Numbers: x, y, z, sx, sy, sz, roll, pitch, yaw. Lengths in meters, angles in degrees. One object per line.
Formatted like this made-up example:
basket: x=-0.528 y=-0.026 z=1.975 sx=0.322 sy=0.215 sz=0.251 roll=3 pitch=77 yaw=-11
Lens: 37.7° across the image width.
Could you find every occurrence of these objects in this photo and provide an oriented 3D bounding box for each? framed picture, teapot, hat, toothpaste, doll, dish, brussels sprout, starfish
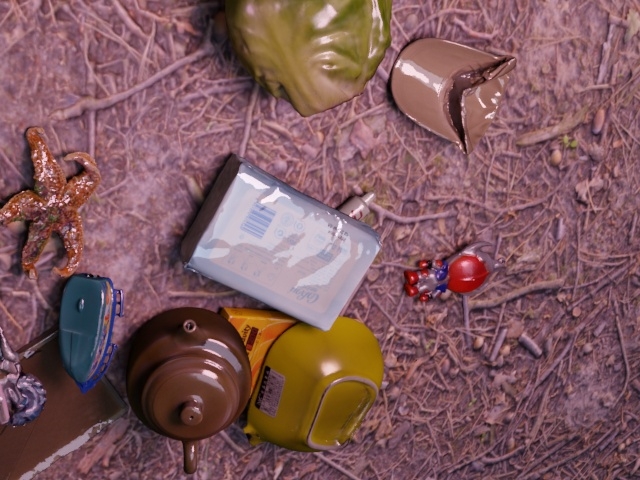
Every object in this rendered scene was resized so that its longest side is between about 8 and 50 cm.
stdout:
framed picture: x=-0.443 y=0.266 z=1.378 sx=0.281 sy=0.019 sz=0.208 roll=-32 pitch=126 yaw=-13
teapot: x=-0.193 y=0.224 z=1.379 sx=0.186 sy=0.175 sz=0.267 roll=-1 pitch=112 yaw=-7
hat: x=0.204 y=-0.245 z=1.486 sx=0.173 sy=0.144 sz=0.166 roll=29 pitch=102 yaw=7
toothpaste: x=0.000 y=0.000 z=1.495 sx=0.233 sy=0.038 sz=0.060 roll=-41 pitch=117 yaw=-4
doll: x=0.241 y=0.058 z=1.656 sx=0.195 sy=0.062 sz=0.104 roll=-13 pitch=102 yaw=-16
dish: x=0.006 y=0.260 z=1.533 sx=0.221 sy=0.108 sz=0.262 roll=18 pitch=106 yaw=-36
brussels sprout: x=-0.011 y=-0.293 z=1.241 sx=0.244 sy=0.244 sz=0.244 roll=-14 pitch=120 yaw=-25
starfish: x=-0.365 y=-0.051 z=1.256 sx=0.150 sy=0.053 sz=0.209 roll=-23 pitch=120 yaw=-34

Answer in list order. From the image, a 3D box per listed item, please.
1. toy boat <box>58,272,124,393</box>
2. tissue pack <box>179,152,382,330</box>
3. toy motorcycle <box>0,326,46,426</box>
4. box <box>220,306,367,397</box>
toy boat: x=-0.320 y=0.132 z=1.343 sx=0.110 sy=0.091 sz=0.174 roll=-4 pitch=103 yaw=-73
tissue pack: x=-0.060 y=0.006 z=1.411 sx=0.263 sy=0.089 sz=0.177 roll=27 pitch=99 yaw=-27
toy motorcycle: x=-0.499 y=0.177 z=1.250 sx=0.204 sy=0.108 sz=0.239 roll=-30 pitch=100 yaw=-19
box: x=-0.062 y=0.191 z=1.550 sx=0.269 sy=0.043 sz=0.152 roll=9 pitch=109 yaw=-34
